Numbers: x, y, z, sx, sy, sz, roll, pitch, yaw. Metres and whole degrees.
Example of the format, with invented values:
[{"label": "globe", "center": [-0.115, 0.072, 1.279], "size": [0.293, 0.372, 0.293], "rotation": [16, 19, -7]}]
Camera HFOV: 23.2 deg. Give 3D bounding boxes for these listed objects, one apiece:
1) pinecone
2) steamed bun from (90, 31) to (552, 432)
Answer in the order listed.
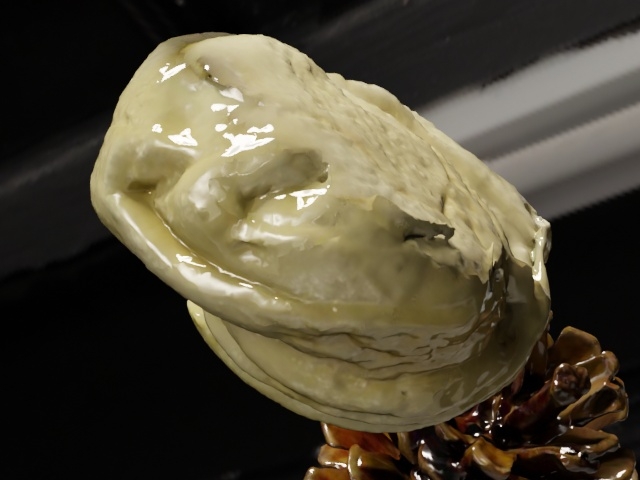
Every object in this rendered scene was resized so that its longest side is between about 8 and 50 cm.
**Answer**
[{"label": "pinecone", "center": [0.178, 0.219, 1.666], "size": [0.384, 0.384, 0.384], "rotation": [12, -47, 13]}, {"label": "steamed bun", "center": [0.004, 0.004, 1.231], "size": [0.230, 0.325, 0.372], "rotation": [-47, -33, 23]}]
